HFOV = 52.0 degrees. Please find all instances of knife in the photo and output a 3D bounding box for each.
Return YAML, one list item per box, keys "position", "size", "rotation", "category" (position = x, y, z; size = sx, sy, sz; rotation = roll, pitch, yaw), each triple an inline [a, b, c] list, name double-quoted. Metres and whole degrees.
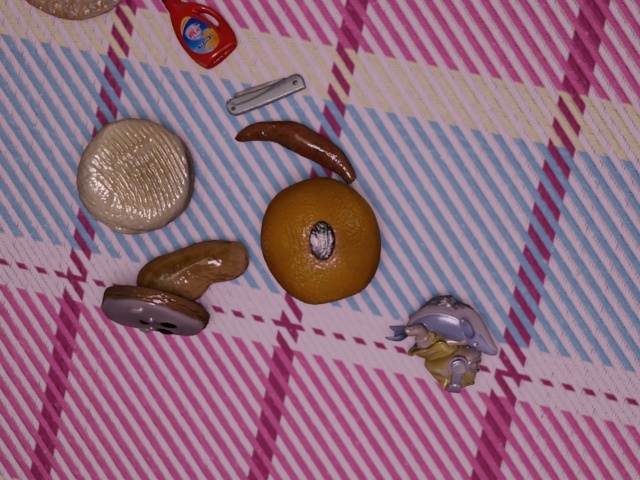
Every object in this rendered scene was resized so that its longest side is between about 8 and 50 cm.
- position: [-0.109, -0.287, 1.282]
  size: [0.162, 0.023, 0.044]
  rotation: [-20, 88, 5]
  category: "knife"

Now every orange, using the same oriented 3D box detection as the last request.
- position: [0.000, 0.000, 1.196]
  size: [0.236, 0.236, 0.236]
  rotation: [0, 93, 4]
  category: "orange"

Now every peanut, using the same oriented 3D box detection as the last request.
- position: [-0.247, 0.061, 1.277]
  size: [0.226, 0.095, 0.108]
  rotation: [-21, 107, 1]
  category: "peanut"

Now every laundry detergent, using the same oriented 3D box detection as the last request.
- position: [-0.242, -0.419, 1.271]
  size: [0.097, 0.049, 0.165]
  rotation: [-40, 89, -2]
  category: "laundry detergent"

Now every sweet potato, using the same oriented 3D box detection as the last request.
- position: [-0.041, -0.187, 1.267]
  size: [0.255, 0.058, 0.078]
  rotation: [21, 115, 7]
  category: "sweet potato"

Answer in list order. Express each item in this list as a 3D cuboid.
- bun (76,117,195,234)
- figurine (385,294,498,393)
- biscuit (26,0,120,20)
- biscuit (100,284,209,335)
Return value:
- position: [-0.352, -0.117, 1.252]
  size: [0.220, 0.134, 0.220]
  rotation: [-1, 92, -24]
  category: "bun"
- position: [0.228, 0.193, 1.238]
  size: [0.208, 0.128, 0.184]
  rotation: [4, 96, 12]
  category: "figurine"
- position: [-0.500, -0.532, 1.288]
  size: [0.265, 0.040, 0.188]
  rotation: [23, 95, 1]
  category: "biscuit"
- position: [-0.317, 0.141, 1.246]
  size: [0.208, 0.181, 0.049]
  rotation: [13, 66, 0]
  category: "biscuit"
